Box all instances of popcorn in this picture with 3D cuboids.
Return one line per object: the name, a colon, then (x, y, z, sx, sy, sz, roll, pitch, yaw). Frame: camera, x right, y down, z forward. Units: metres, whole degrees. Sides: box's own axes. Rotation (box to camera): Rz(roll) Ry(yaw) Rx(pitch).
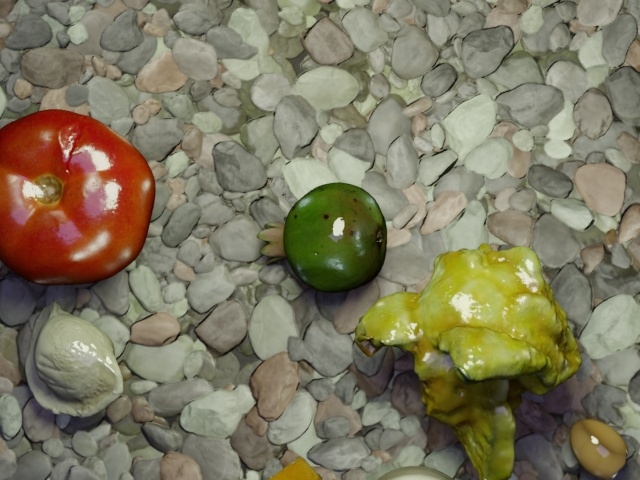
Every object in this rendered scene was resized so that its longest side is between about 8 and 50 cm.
popcorn: (0.248, 0.160, 1.230, 0.290, 0.325, 0.321, -41, 75, -2)

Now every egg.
egg: (0.442, 0.331, 1.315, 0.096, 0.080, 0.080, 43, 87, 6)

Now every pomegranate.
pomegranate: (0.000, -0.002, 1.359, 0.225, 0.187, 0.187, -7, 80, 31)

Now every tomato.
tomato: (-0.415, -0.063, 1.356, 0.299, 0.226, 0.298, 0, 89, 2)

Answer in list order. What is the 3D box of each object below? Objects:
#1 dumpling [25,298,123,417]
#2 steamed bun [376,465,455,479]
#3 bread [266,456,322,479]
dumpling: (-0.418, 0.211, 1.372, 0.216, 0.126, 0.166, 30, 101, 4)
steamed bun: (0.181, 0.461, 1.279, 0.164, 0.146, 0.241, -40, 80, 0)
bread: (-0.097, 0.462, 1.305, 0.260, 0.134, 0.129, -36, 80, -2)
